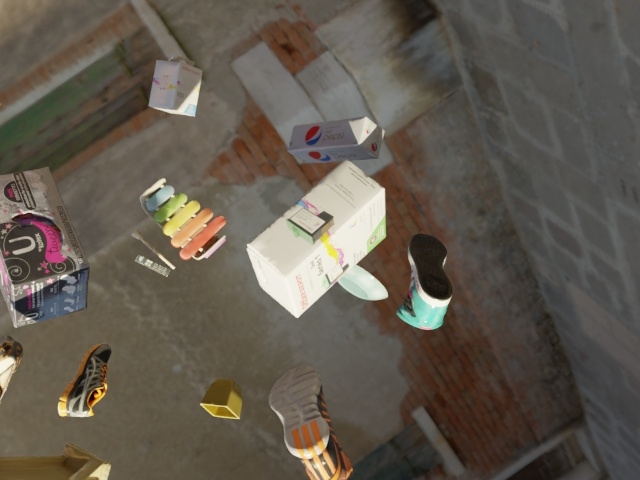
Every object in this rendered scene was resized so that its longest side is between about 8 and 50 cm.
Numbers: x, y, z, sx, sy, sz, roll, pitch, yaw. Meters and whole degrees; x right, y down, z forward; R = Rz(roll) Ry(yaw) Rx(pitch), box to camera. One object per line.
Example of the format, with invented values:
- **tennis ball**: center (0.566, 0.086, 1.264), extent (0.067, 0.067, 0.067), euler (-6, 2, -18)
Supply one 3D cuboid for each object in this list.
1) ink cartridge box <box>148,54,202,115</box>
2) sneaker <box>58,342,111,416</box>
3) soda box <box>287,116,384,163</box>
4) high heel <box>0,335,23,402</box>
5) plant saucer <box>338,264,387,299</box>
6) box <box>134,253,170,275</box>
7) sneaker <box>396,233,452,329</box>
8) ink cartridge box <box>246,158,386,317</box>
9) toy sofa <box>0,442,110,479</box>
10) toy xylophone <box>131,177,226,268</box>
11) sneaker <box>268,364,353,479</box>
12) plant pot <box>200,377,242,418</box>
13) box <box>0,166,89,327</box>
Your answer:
- **ink cartridge box**: center (-0.383, -0.414, 1.900), extent (0.089, 0.143, 0.092), euler (12, -178, 30)
- **sneaker**: center (-0.567, 0.352, 1.780), extent (0.084, 0.083, 0.215), euler (93, -169, -48)
- **soda box**: center (0.031, -0.219, 1.576), extent (0.216, 0.069, 0.074), euler (1, 161, 43)
- **high heel**: center (-0.831, 0.371, 1.801), extent (0.093, 0.261, 0.186), euler (24, 170, -27)
- **plant saucer**: center (0.100, 0.121, 2.033), extent (0.195, 0.037, 0.195), euler (32, 162, 12)
- **box**: center (-0.400, 0.059, 1.698), extent (0.083, 0.018, 0.067), euler (28, 170, -13)
- **sneaker**: center (0.268, 0.125, 1.860), extent (0.296, 0.123, 0.178), euler (-85, 8, -56)
- **ink cartridge box**: center (0.000, 0.000, 1.473), extent (0.117, 0.278, 0.201), euler (41, 162, 24)
- **toy sofa**: center (-0.595, 0.487, 1.346), extent (0.150, 0.177, 0.362), euler (8, 172, 37)
- **toy xylophone**: center (-0.486, -0.046, 2.422), extent (0.322, 0.236, 0.081), euler (35, 154, 1)
- **sneaker**: center (-0.021, 0.422, 1.571), extent (0.321, 0.124, 0.180), euler (-105, -8, -65)
- **plant pot**: center (-0.250, 0.407, 1.862), extent (0.081, 0.081, 0.083), euler (61, -144, -48)
- **box**: center (-0.548, 0.010, 1.354), extent (0.247, 0.142, 0.163), euler (59, 148, 24)
